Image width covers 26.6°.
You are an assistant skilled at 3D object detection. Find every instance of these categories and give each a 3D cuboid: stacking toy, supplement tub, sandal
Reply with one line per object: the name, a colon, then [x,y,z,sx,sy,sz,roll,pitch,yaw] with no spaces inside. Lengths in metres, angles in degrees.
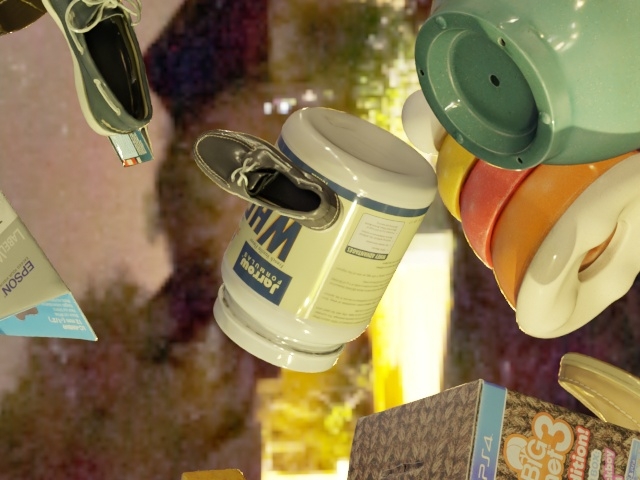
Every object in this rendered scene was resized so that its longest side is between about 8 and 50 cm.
stacking toy: [0.302,-0.102,2.213,0.480,0.351,0.350,41,150,28]
supplement tub: [0.000,0.000,1.927,0.235,0.235,0.324,-95,29,-67]
sandal: [-0.410,-0.265,1.623,0.090,0.219,0.060,50,-178,-17]

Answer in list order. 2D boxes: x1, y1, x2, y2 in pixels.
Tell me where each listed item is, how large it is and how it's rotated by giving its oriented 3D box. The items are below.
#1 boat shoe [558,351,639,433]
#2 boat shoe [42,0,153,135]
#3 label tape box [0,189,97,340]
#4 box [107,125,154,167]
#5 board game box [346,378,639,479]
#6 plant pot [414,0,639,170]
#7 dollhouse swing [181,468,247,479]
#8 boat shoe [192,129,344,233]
boat shoe: [0.422,0.266,1.662,0.110,0.341,0.121,-53,-4,-6]
boat shoe: [-0.250,-0.242,1.518,0.079,0.095,0.254,-7,97,49]
label tape box: [-0.441,0.011,1.517,0.115,0.249,0.347,-51,-54,-36]
box: [-0.275,-0.234,1.766,0.159,0.044,0.233,72,-177,-63]
board game box: [0.199,0.255,1.275,0.232,0.291,0.141,-30,44,59]
plant pot: [0.217,-0.188,1.313,0.293,0.196,0.293,38,150,27]
dollhouse swing: [-0.012,0.524,2.122,0.347,0.305,0.315,48,143,39]
boat shoe: [-0.067,-0.077,1.569,0.075,0.206,0.065,-59,-19,-2]
